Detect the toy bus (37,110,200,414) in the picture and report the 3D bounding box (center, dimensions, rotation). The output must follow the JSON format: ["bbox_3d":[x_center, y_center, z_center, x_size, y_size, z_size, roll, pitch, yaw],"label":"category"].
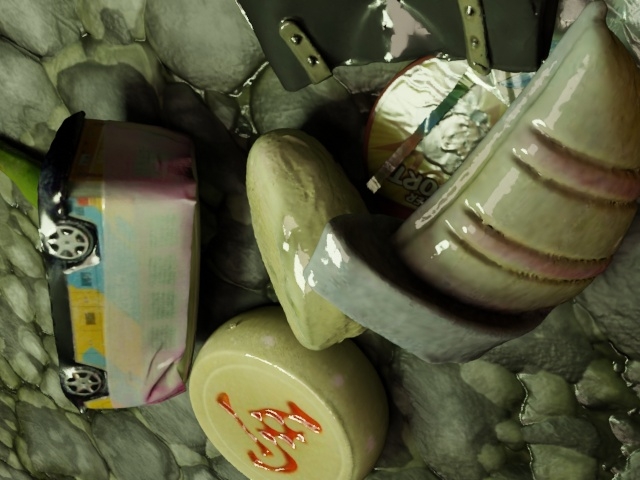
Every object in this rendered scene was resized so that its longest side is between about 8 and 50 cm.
[{"bbox_3d":[-0.229,0.049,0.946,0.162,0.171,0.386,4,128,-6],"label":"toy bus"}]

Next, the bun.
[{"bbox_3d":[0.000,0.000,0.788,0.237,0.116,0.210,80,167,-47],"label":"bun"}]

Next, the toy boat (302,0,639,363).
[{"bbox_3d":[0.161,-0.002,0.642,0.293,0.111,0.276,-34,137,19],"label":"toy boat"}]

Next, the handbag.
[{"bbox_3d":[0.033,-0.256,0.596,0.342,0.152,0.288,3,125,35],"label":"handbag"}]

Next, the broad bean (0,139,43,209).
[{"bbox_3d":[-0.393,-0.070,1.073,0.318,0.056,0.098,24,129,23],"label":"broad bean"}]

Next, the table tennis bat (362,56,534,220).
[{"bbox_3d":[0.128,-0.041,0.756,0.200,0.038,0.310,25,127,18],"label":"table tennis bat"}]

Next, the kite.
[{"bbox_3d":[0.163,-0.117,0.657,0.310,0.015,0.169,-38,94,32],"label":"kite"}]

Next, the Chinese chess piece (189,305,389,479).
[{"bbox_3d":[-0.043,0.210,0.993,0.273,0.102,0.273,17,127,24],"label":"Chinese chess piece"}]
